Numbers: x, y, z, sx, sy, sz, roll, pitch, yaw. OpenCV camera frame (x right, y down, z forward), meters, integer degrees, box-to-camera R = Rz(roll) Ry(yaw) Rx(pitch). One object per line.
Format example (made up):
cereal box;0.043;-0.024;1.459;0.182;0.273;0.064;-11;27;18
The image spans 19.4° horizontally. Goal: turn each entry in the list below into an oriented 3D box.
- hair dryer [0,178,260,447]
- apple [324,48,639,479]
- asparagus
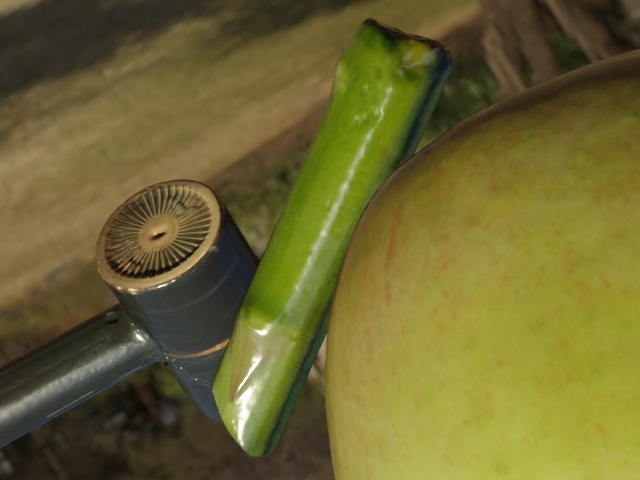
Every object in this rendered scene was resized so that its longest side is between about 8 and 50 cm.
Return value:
hair dryer;-0.191;0.111;1.410;0.352;0.189;0.107;-29;-137;3
apple;0.158;0.059;0.791;0.319;0.277;0.319;-20;179;0
asparagus;0.000;-0.001;1.121;0.060;0.067;0.278;43;-69;54
